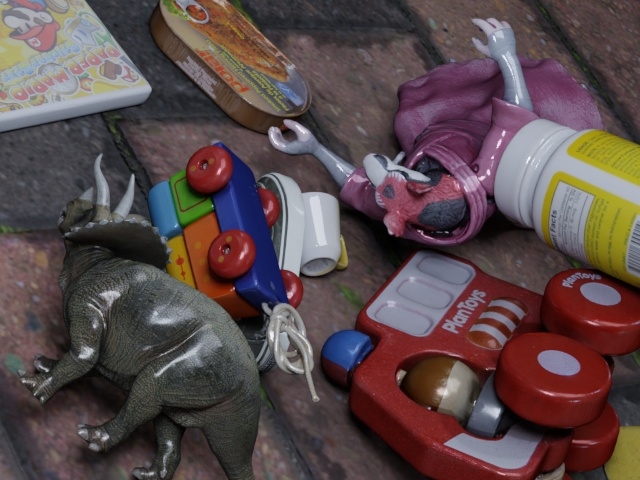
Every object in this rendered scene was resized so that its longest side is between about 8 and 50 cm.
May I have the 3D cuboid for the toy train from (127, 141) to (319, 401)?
[{"bbox_3d":[-0.095,0.053,1.525,0.105,0.143,0.248,41,27,-53],"label":"toy train"}]

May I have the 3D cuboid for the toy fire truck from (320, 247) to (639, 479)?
[{"bbox_3d":[0.140,0.121,1.652,0.254,0.169,0.302,20,33,17],"label":"toy fire truck"}]

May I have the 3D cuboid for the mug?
[{"bbox_3d":[-0.001,-0.002,1.725,0.078,0.062,0.064,4,56,-25],"label":"mug"}]

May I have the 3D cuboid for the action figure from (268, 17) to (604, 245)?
[{"bbox_3d":[0.131,-0.062,1.815,0.276,0.248,0.370,62,29,-12],"label":"action figure"}]

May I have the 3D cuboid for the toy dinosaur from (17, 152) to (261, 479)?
[{"bbox_3d":[-0.127,0.090,1.428,0.313,0.160,0.121,45,4,11],"label":"toy dinosaur"}]

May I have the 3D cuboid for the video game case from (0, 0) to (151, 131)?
[{"bbox_3d":[-0.296,-0.192,1.711,0.227,0.026,0.206,-17,63,-48],"label":"video game case"}]

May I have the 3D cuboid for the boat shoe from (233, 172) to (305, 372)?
[{"bbox_3d":[-0.061,0.016,1.639,0.070,0.078,0.219,22,42,-20],"label":"boat shoe"}]

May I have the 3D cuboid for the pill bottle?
[{"bbox_3d":[0.267,-0.031,1.663,0.208,0.119,0.119,27,27,36],"label":"pill bottle"}]

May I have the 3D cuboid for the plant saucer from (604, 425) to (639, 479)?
[{"bbox_3d":[0.445,0.320,1.731,0.333,0.081,0.333,17,41,-25],"label":"plant saucer"}]

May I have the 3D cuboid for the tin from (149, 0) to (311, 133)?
[{"bbox_3d":[-0.092,-0.182,1.859,0.189,0.040,0.106,45,33,10],"label":"tin"}]
